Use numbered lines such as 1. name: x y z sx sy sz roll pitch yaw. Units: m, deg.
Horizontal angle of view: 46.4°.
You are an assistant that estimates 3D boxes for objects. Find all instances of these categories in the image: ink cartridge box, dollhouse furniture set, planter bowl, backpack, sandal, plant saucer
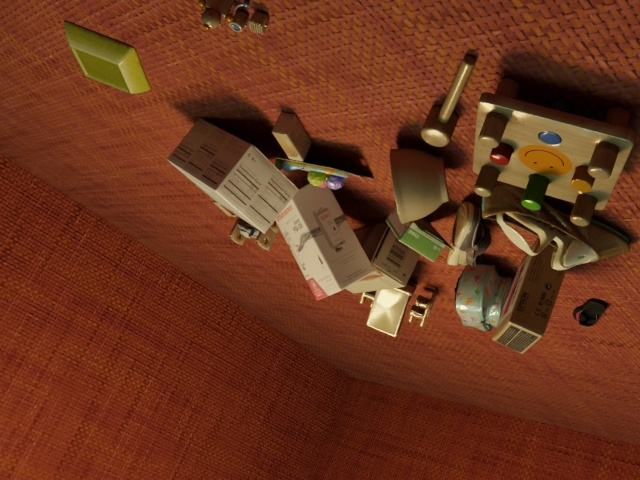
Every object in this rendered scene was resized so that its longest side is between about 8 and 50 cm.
1. ink cartridge box: 0.239 -0.013 1.820 0.109 0.062 0.209 31 -168 -18
2. ink cartridge box: 0.000 0.000 1.998 0.283 0.117 0.207 62 159 2
3. dollhouse furniture set: -0.230 -0.071 2.302 0.129 0.129 0.183 9 156 38
4. planter bowl: 0.214 -0.124 1.588 0.109 0.162 0.162 -9 153 11
5. backpack: 0.436 0.147 2.002 0.144 0.166 0.188 10 160 34
6. sandal: 0.714 0.202 1.997 0.067 0.040 0.179 20 161 13
7. ink cartridge box: 0.499 0.130 1.765 0.088 0.235 0.193 22 161 8
8. dollhouse furniture set: 0.240 0.161 2.306 0.212 0.242 0.161 21 117 13
9. plant saucer: -0.523 -0.430 1.815 0.188 0.045 0.188 22 162 8

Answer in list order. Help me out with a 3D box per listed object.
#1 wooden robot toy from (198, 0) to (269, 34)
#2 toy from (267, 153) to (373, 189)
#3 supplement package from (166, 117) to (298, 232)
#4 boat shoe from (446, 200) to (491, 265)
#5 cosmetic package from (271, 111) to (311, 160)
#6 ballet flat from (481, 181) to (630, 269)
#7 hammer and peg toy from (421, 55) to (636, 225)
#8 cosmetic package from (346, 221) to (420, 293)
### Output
1. wooden robot toy: -0.188 -0.413 1.381 0.173 0.079 0.076 27 162 -6
2. toy: -0.006 -0.159 1.822 0.237 0.056 0.137 18 -172 27
3. supplement package: -0.224 -0.167 1.894 0.262 0.145 0.204 33 173 46
4. boat shoe: 0.362 -0.010 1.784 0.092 0.103 0.285 10 157 6
5. cosmetic package: -0.066 -0.240 1.735 0.041 0.060 0.115 13 157 27
6. ballet flat: 0.481 -0.014 1.563 0.342 0.124 0.116 27 162 -9
7. hammer and peg toy: 0.342 -0.167 1.309 0.361 0.127 0.266 19 161 16
8. cosmetic package: 0.147 0.052 2.133 0.129 0.153 0.296 32 159 -18
